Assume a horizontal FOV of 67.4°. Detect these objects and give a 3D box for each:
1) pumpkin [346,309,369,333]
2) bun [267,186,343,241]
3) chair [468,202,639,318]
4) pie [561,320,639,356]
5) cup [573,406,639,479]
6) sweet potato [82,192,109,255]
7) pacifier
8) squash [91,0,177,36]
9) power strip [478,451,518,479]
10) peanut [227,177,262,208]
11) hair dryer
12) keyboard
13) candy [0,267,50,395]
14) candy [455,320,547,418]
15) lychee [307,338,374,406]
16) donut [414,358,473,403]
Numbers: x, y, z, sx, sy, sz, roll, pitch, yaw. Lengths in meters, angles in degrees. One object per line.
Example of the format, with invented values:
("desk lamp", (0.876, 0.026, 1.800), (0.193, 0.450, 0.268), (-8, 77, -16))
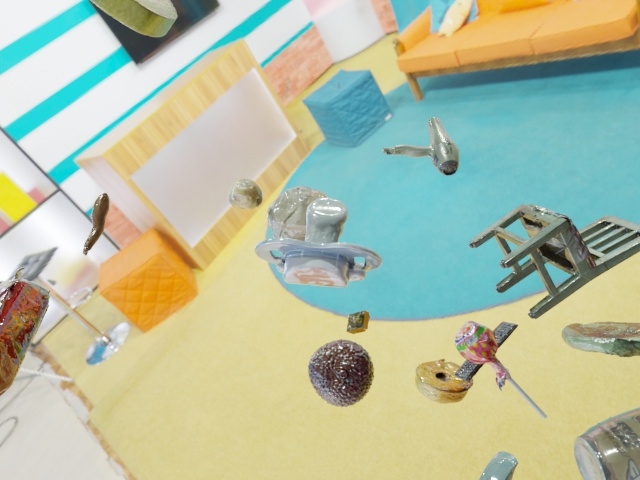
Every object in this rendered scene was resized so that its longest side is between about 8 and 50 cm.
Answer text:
("pumpkin", (0.134, 0.294, 1.730), (0.083, 0.054, 0.074), (-21, 42, 37))
("bun", (-0.060, -0.093, 1.757), (0.281, 0.281, 0.205), (-20, 75, 21))
("chair", (0.435, -0.004, 0.871), (0.270, 0.147, 0.136), (-34, 19, 3))
("pie", (0.725, 0.240, 1.190), (0.240, 0.054, 0.240), (-5, 0, 0))
("cup", (0.762, 0.550, 1.123), (0.257, 0.227, 0.301), (-13, 73, 3))
("sweet potato", (-0.710, -0.049, 1.520), (0.050, 0.050, 0.214), (-6, 67, 37))
("pacifier", (0.000, 0.000, 1.070), (0.279, 0.227, 0.207), (5, 75, 5))
("squash", (-0.370, -0.469, 0.847), (0.049, 0.252, 0.252), (-43, 27, 21))
("power strip", (0.336, 0.501, 0.921), (0.137, 0.216, 0.044), (-37, 35, -28))
("peanut", (-0.274, -0.160, 1.717), (0.101, 0.117, 0.263), (-48, 16, -14))
("hair dryer", (0.311, -0.298, 1.440), (0.225, 0.088, 0.219), (17, 49, 5))
("keyboard", (0.526, 0.350, 1.531), (0.250, 0.017, 0.087), (-43, 10, -12))
("candy", (-0.368, 0.113, 0.540), (0.086, 0.059, 0.292), (-30, 32, 2))
("candy", (0.551, 0.397, 1.444), (0.124, 0.365, 0.124), (-43, 0, 0))
("lychee", (0.081, 0.509, 1.856), (0.260, 0.260, 0.260), (-23, 33, 16))
("donut", (0.402, 0.473, 1.590), (0.190, 0.074, 0.174), (-6, 25, -32))
